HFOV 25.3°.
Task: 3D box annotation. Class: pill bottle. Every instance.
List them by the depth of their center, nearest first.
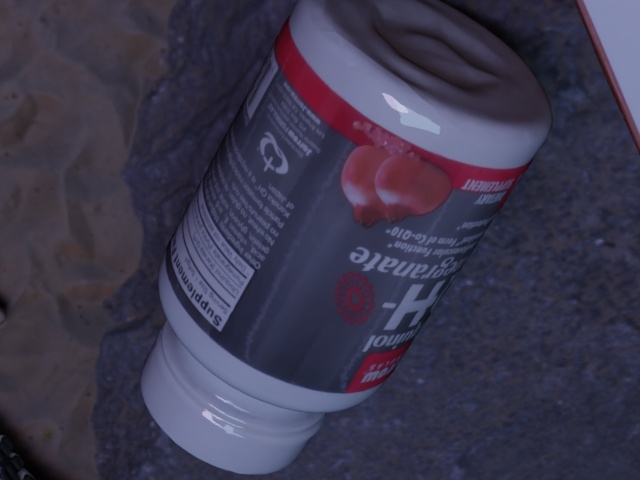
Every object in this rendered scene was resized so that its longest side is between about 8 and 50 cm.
[{"bbox_3d":[0.000,0.000,0.940,0.176,0.176,0.318,21,121,-17],"label":"pill bottle"}]

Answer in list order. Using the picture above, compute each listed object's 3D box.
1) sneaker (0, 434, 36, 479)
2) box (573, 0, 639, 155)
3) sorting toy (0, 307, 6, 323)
[{"bbox_3d":[-0.260,0.259,1.155,0.147,0.130,0.330,-23,121,29],"label":"sneaker"},{"bbox_3d":[0.210,-0.157,0.741,0.168,0.345,0.215,-23,122,12],"label":"box"},{"bbox_3d":[-0.364,0.035,1.033,0.193,0.038,0.208,-30,125,17],"label":"sorting toy"}]
